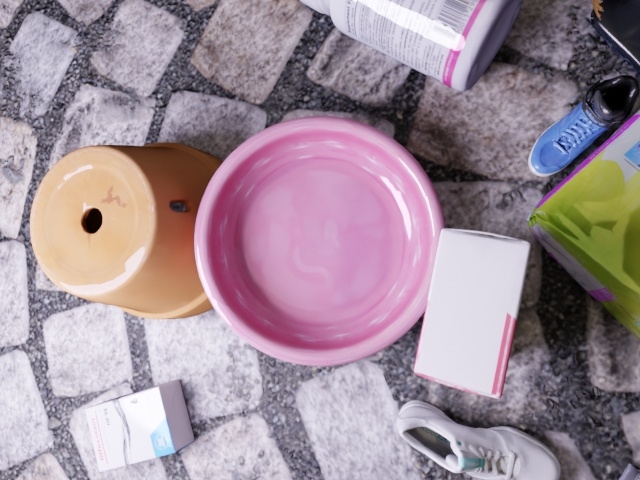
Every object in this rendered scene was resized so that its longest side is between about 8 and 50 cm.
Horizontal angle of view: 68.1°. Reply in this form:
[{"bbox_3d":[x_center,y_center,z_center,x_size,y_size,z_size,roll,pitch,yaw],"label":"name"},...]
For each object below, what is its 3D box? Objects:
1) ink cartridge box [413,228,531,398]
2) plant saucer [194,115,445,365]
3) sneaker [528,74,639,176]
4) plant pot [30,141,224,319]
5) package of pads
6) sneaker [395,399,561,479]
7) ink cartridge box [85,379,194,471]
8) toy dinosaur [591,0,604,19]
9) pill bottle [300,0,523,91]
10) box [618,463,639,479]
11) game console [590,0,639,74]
[{"bbox_3d":[0.182,0.076,0.564,0.092,0.218,0.158,11,89,21],"label":"ink cartridge box"},{"bbox_3d":[0.000,0.000,0.658,0.332,0.084,0.332,0,88,-2],"label":"plant saucer"},{"bbox_3d":[0.335,-0.148,0.606,0.152,0.084,0.058,-41,77,10],"label":"sneaker"},{"bbox_3d":[-0.272,-0.020,0.706,0.291,0.203,0.290,-1,86,16],"label":"plant pot"},{"bbox_3d":[0.429,0.004,0.561,0.229,0.101,0.296,-45,76,8],"label":"package of pads"},{"bbox_3d":[0.199,0.277,0.610,0.212,0.094,0.080,13,88,16],"label":"sneaker"},{"bbox_3d":[-0.307,0.303,0.766,0.180,0.060,0.104,-20,82,13],"label":"ink cartridge box"},{"bbox_3d":[0.397,-0.331,0.586,0.112,0.064,0.211,-20,39,13],"label":"toy dinosaur"},{"bbox_3d":[0.113,-0.335,0.642,0.283,0.160,0.160,34,95,15],"label":"pill bottle"},{"bbox_3d":[0.460,0.509,0.521,0.395,0.097,0.318,33,91,14],"label":"box"},{"bbox_3d":[0.519,-0.299,0.520,0.293,0.173,0.250,-38,78,9],"label":"game console"}]
